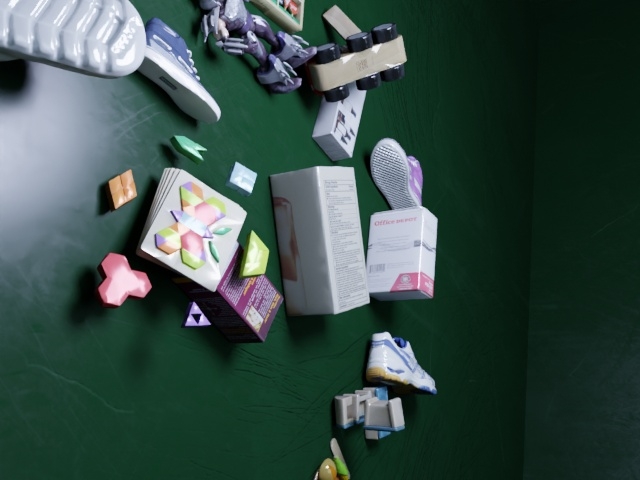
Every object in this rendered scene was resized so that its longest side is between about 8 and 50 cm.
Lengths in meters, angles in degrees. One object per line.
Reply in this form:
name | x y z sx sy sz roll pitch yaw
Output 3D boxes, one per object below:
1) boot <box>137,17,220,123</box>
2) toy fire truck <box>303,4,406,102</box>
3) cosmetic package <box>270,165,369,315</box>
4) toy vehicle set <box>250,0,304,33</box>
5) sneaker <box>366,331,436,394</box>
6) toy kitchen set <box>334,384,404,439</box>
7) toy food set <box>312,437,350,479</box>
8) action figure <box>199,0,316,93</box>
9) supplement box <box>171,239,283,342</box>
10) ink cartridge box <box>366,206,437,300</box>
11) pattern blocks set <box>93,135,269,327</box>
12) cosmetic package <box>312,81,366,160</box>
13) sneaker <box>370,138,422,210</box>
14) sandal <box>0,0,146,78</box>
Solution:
boot | -0.230 -0.286 1.094 0.190 0.069 0.086 42 54 -44
toy fire truck | 0.050 -0.443 1.493 0.217 0.246 0.158 -23 118 -11
cosmetic package | 0.000 0.000 1.351 0.153 0.129 0.296 -6 90 -56
toy vehicle set | -0.122 -0.569 1.345 0.267 0.035 0.166 21 67 -54
sneaker | 0.219 0.319 1.656 0.296 0.112 0.131 37 50 -52
toy kitchen set | 0.144 0.406 1.468 0.207 0.166 0.122 4 81 -57
toy food set | 0.022 0.531 1.373 0.192 0.038 0.132 -49 125 -49
action figure | -0.133 -0.409 1.247 0.285 0.099 0.185 33 63 -47
supplement box | -0.158 0.085 1.132 0.188 0.081 0.104 56 42 -35
ink cartridge box | 0.203 0.036 1.634 0.092 0.158 0.218 30 61 -50
pattern blocks set | -0.205 -0.019 1.026 0.285 0.026 0.325 20 56 -31
cosmetic package | 0.052 -0.318 1.551 0.099 0.060 0.239 45 49 -46
sneaker | 0.211 -0.200 1.756 0.282 0.102 0.161 64 33 -46
sandal | -0.416 -0.289 0.769 0.416 0.102 0.169 21 65 -36
